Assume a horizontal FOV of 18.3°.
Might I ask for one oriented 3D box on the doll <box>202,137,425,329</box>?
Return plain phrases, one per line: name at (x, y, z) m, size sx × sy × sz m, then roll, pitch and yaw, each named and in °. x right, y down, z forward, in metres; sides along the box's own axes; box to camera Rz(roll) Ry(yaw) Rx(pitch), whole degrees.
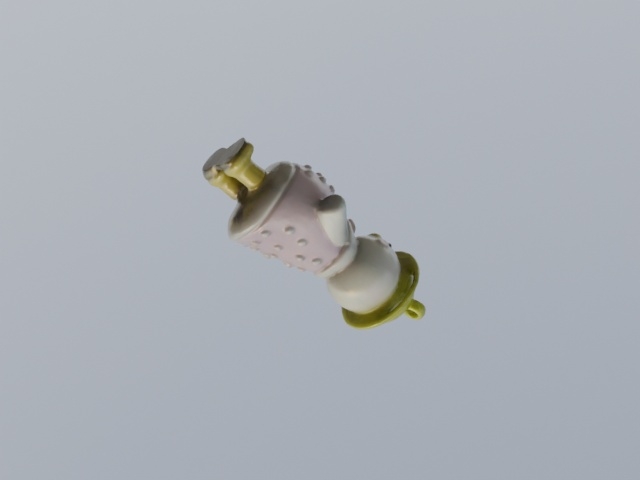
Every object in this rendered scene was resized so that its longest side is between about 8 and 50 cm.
doll at (0.000, 0.000, 1.535) m, size 0.129 × 0.207 × 0.081 m, roll -27°, pitch -150°, yaw 58°
